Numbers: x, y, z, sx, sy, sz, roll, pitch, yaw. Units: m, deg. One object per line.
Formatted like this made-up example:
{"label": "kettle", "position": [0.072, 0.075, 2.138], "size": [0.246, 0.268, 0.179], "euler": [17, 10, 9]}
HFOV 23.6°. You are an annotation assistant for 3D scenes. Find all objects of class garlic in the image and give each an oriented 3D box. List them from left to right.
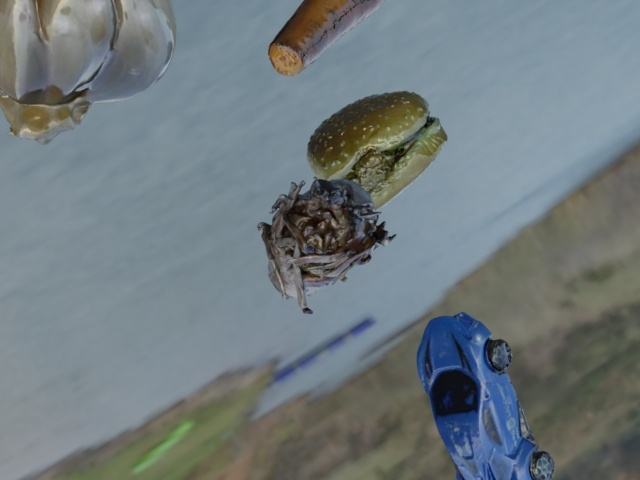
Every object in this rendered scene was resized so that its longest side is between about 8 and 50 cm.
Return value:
{"label": "garlic", "position": [-0.277, -0.262, 1.753], "size": [0.237, 0.210, 0.292], "euler": [4, 130, -33]}

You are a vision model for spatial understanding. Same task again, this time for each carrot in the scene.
{"label": "carrot", "position": [0.006, -0.196, 1.345], "size": [0.161, 0.055, 0.055], "euler": [-48, -176, -41]}

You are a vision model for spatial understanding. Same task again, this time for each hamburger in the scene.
{"label": "hamburger", "position": [0.073, -0.124, 2.067], "size": [0.189, 0.122, 0.215], "euler": [-35, -166, -2]}

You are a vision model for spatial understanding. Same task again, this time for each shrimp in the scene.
{"label": "shrimp", "position": [0.000, -0.008, 1.606], "size": [0.145, 0.116, 0.343], "euler": [-41, 177, -12]}

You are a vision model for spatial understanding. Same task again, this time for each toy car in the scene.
{"label": "toy car", "position": [0.154, 0.176, 1.516], "size": [0.103, 0.216, 0.063], "euler": [-16, -172, 45]}
